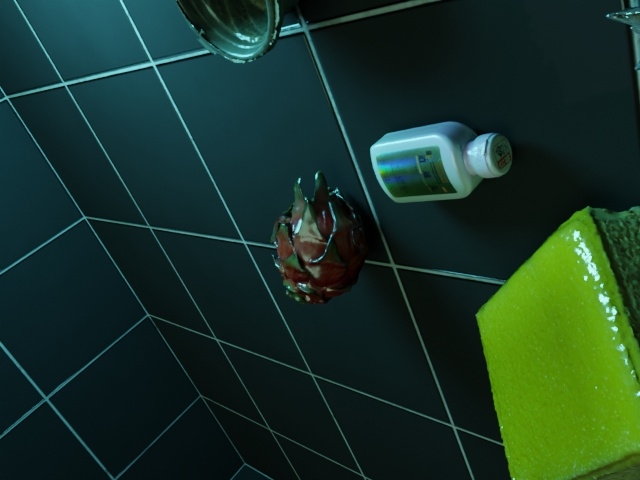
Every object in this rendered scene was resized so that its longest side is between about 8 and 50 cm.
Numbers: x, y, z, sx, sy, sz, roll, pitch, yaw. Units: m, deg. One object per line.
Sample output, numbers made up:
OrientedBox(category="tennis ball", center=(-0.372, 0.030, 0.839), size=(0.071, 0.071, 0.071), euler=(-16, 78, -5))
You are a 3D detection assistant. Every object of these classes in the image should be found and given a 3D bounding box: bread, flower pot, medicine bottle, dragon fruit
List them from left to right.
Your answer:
OrientedBox(category="flower pot", center=(-0.114, -0.404, 0.891), size=(0.235, 0.140, 0.235), euler=(32, 145, 25))
OrientedBox(category="dragon fruit", center=(0.000, 0.000, 1.159), size=(0.193, 0.192, 0.274), euler=(9, 102, -6))
OrientedBox(category="medicine bottle", center=(0.185, -0.121, 0.909), size=(0.219, 0.078, 0.115), euler=(0, 123, 49))
OrientedBox(category="bread", center=(0.362, 0.168, 0.801), size=(0.143, 0.333, 0.323), euler=(6, 146, -13))

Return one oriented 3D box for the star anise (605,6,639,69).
OrientedBox(category="star anise", center=(0.400, -0.221, 0.578), size=(0.182, 0.065, 0.195), euler=(-21, 105, 50))
